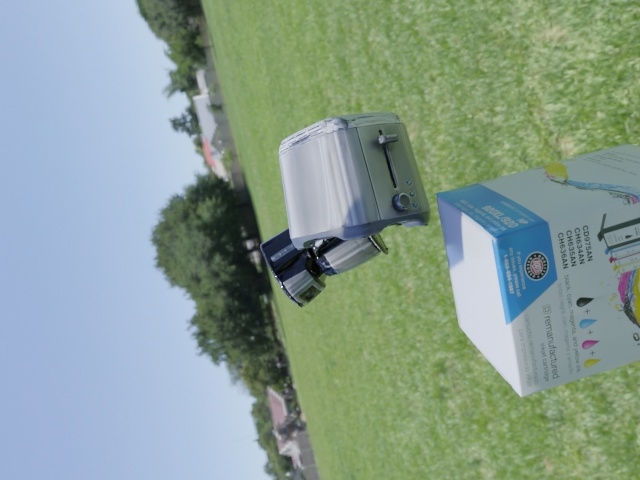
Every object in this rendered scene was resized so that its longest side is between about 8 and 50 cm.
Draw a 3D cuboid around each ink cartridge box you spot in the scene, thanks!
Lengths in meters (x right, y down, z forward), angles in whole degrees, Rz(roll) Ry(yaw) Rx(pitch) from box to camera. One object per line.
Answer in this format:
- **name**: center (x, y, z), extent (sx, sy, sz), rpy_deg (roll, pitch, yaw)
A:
- **ink cartridge box**: center (0.266, 0.019, 0.693), extent (0.168, 0.233, 0.171), rpy_deg (-119, 14, -71)

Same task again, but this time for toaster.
- **toaster**: center (0.031, -0.072, 0.855), extent (0.227, 0.129, 0.146), rpy_deg (-11, 89, 60)

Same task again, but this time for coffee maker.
- **coffee maker**: center (0.000, 0.000, 1.133), extent (0.120, 0.178, 0.171), rpy_deg (50, -168, -38)
